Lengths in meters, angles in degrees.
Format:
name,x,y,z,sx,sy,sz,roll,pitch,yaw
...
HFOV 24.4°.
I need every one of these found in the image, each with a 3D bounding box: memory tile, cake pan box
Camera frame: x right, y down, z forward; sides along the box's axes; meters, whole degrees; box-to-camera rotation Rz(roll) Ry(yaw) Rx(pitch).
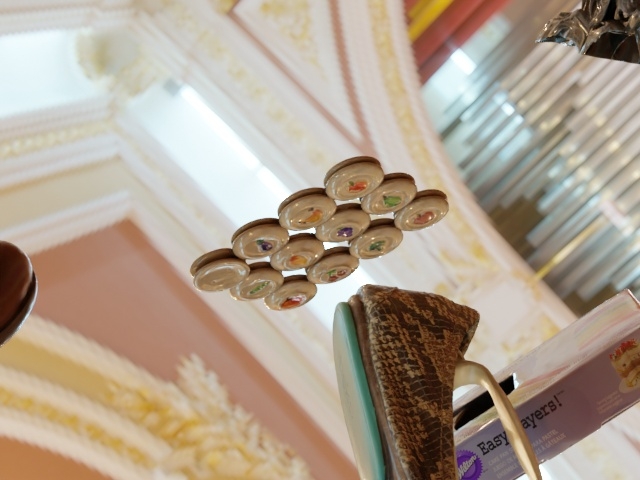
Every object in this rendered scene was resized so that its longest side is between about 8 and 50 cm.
name,x,y,z,sx,sy,sz,roll,pitch,yaw
memory tile,0.000,0.000,0.930,0.113,0.148,0.012,23,-139,-51
cake pan box,0.233,0.160,1.516,0.070,0.267,0.246,56,-170,1

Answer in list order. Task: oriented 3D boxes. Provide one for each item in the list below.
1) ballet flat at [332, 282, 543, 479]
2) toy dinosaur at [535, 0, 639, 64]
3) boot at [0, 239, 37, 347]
name,x,y,z,sx,sy,sz,roll,pitch,yaw
ballet flat,0.104,0.237,1.230,0.182,0.164,0.483,3,-129,-4
toy dinosaur,0.222,-0.203,0.837,0.164,0.218,0.322,15,-167,19
boot,-0.287,-0.049,0.901,0.096,0.281,0.264,15,-155,40
